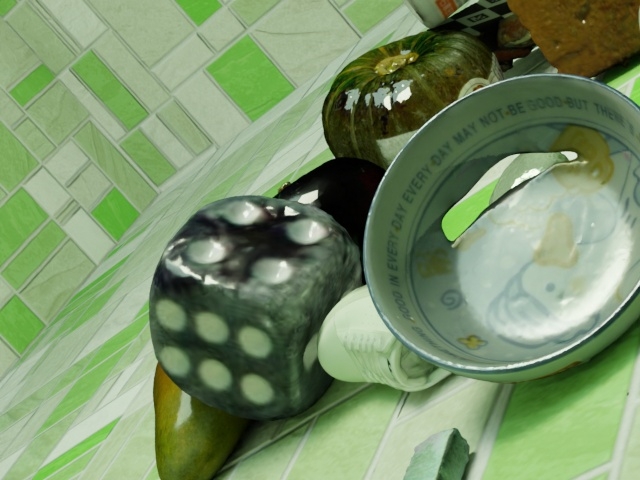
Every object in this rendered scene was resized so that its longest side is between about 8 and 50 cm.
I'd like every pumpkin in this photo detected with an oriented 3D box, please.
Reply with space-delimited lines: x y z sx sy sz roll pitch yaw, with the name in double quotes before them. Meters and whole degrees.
"pumpkin" 0.000 0.000 1.789 0.233 0.163 0.233 -29 1 1
"pumpkin" 0.131 -0.165 2.011 0.260 0.189 0.260 -17 24 8

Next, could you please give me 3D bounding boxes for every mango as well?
"mango" -0.126 0.169 1.739 0.146 0.129 0.289 -36 21 18

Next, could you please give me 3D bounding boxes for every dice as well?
"dice" -0.067 0.070 1.604 0.182 0.181 0.183 15 39 22

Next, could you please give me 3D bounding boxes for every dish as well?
"dish" 0.184 0.007 1.263 0.273 0.134 0.273 -14 58 24

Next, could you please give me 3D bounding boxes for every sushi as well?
"sushi" 0.251 -0.273 2.132 0.264 0.050 0.290 -3 -13 -36

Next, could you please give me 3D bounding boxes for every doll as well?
"doll" 0.215 -0.051 1.536 0.103 0.071 0.214 -39 8 10

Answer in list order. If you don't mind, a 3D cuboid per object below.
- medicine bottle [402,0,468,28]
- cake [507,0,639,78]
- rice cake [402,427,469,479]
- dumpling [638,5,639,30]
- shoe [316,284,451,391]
"medicine bottle" 0.201 -0.411 1.993 0.252 0.144 0.144 -40 11 7
"cake" 0.376 -0.351 1.848 0.199 0.196 0.293 -32 9 43
"rice cake" 0.076 0.212 1.118 0.043 0.034 0.211 -26 16 26
"dumpling" 0.383 -0.226 1.458 0.193 0.147 0.258 -81 10 -86
"shoe" 0.073 0.096 1.414 0.265 0.095 0.110 -28 18 43
